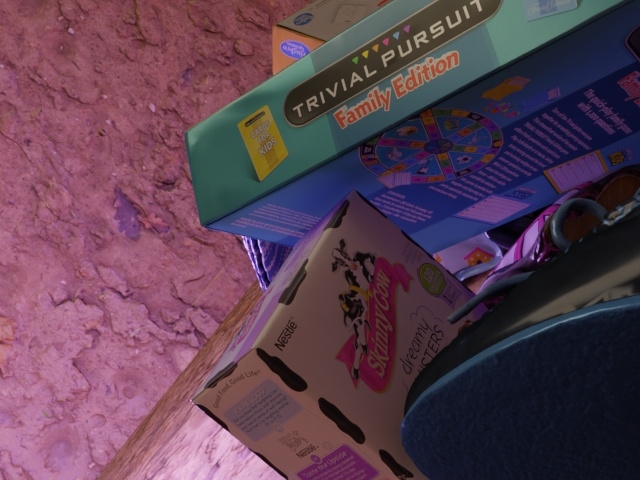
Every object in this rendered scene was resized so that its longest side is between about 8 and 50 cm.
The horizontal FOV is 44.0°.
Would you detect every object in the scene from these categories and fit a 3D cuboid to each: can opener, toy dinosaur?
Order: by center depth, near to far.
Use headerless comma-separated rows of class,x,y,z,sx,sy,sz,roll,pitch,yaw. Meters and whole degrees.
toy dinosaur,0.171,0.004,0.487,0.053,0.183,0.092,31,119,47
can opener,0.145,-0.039,0.727,0.073,0.186,0.059,-10,-59,-60

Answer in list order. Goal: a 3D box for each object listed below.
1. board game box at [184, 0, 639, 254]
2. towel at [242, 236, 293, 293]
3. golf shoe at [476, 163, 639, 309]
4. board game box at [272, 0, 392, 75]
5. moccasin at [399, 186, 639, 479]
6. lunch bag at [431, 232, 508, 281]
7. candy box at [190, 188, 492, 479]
board game box,0.116,-0.086,0.551,0.336,0.079,0.254,-26,-22,30
towel,0.000,0.000,0.990,0.336,0.040,0.243,74,-145,-52
golf shoe,0.185,0.005,0.613,0.186,0.067,0.086,-46,6,24
board game box,0.147,-0.189,0.807,0.242,0.316,0.064,-42,-32,-39
moccasin,0.190,0.020,0.342,0.342,0.137,0.117,-29,22,28
lunch bag,0.096,-0.094,0.890,0.160,0.262,0.223,-42,11,43
candy box,0.047,0.089,0.481,0.070,0.196,0.165,-43,10,40
